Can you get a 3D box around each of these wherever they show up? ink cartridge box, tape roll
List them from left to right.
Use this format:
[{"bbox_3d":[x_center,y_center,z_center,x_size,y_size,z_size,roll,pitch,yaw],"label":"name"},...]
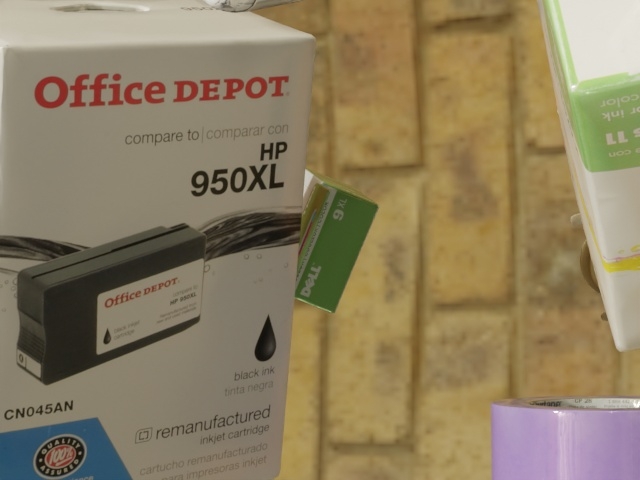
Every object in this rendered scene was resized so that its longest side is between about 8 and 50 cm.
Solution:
[{"bbox_3d":[-0.174,0.011,1.348,0.285,0.166,0.395,-7,-70,-35],"label":"ink cartridge box"},{"bbox_3d":[0.000,0.000,1.525,0.209,0.062,0.109,-137,70,-78],"label":"ink cartridge box"},{"bbox_3d":[0.233,0.170,1.343,0.189,0.189,0.080,4,-94,-63],"label":"tape roll"},{"bbox_3d":[0.186,-0.078,0.878,0.353,0.119,0.207,63,-163,-59],"label":"ink cartridge box"}]

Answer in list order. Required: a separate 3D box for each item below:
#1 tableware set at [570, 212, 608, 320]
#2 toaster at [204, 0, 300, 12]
[{"bbox_3d":[0.359,0.003,1.675,0.039,0.194,0.128,-117,6,-71],"label":"tableware set"},{"bbox_3d":[-0.039,-0.241,1.111,0.146,0.227,0.129,-21,-31,-34],"label":"toaster"}]
